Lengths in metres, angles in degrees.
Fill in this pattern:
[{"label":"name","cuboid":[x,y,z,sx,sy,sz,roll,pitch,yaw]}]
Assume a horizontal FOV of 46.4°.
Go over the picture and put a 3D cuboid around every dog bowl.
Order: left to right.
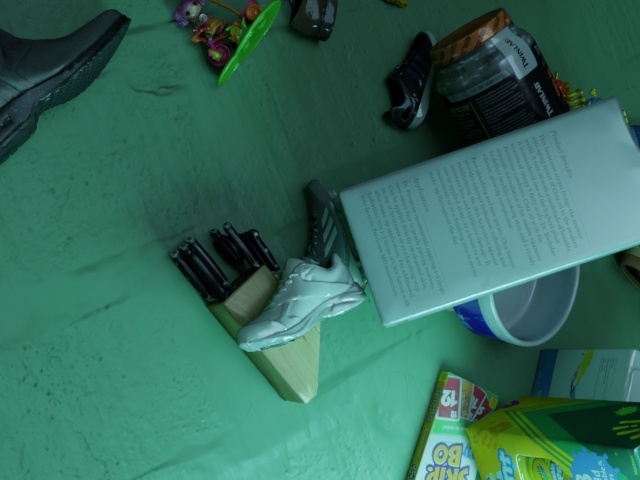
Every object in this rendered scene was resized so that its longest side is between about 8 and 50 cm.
[{"label":"dog bowl","cuboid":[0.364,0.060,1.396,0.265,0.104,0.264,-3,95,-36]}]

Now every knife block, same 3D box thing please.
[{"label":"knife block","cuboid":[-0.122,0.116,1.192,0.242,0.088,0.275,7,79,-24]}]

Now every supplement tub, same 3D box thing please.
[{"label":"supplement tub","cuboid":[0.339,-0.247,1.366,0.193,0.193,0.316,-41,108,-25]}]

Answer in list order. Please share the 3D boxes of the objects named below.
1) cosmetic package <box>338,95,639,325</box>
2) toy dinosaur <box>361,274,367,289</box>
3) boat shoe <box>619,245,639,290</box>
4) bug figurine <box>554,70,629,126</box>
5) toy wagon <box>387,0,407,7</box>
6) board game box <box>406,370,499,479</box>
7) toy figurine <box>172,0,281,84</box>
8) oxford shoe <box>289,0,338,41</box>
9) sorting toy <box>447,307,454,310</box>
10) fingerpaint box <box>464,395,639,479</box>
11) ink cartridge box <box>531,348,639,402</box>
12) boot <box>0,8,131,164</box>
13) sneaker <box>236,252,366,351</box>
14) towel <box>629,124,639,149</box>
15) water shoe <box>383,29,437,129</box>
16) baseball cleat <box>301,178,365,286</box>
[{"label":"cosmetic package","cuboid":[0.281,-0.036,1.207,0.453,0.161,0.230,-18,80,4]},{"label":"toy dinosaur","cuboid":[0.136,-0.035,1.360,0.268,0.064,0.118,-44,108,-22]},{"label":"boat shoe","cuboid":[0.764,0.125,1.621,0.324,0.122,0.120,46,71,-4]},{"label":"bug figurine","cuboid":[0.537,-0.226,1.512,0.072,0.279,0.216,-25,111,5]},{"label":"toy wagon","cuboid":[0.191,-0.624,1.443,0.267,0.068,0.344,15,83,-34]},{"label":"board game box","cuboid":[0.235,0.383,1.360,0.124,0.039,0.259,28,74,-19]},{"label":"toy figurine","cuboid":[-0.180,-0.375,1.245,0.159,0.130,0.173,36,93,-3]},{"label":"oxford shoe","cuboid":[-0.018,-0.479,1.339,0.096,0.083,0.227,8,77,-21]},{"label":"sorting toy","cuboid":[0.240,0.001,1.391,0.193,0.038,0.208,43,69,-38]},{"label":"fingerpaint box","cuboid":[0.468,0.495,1.210,0.163,0.371,0.444,-19,92,-29]},{"label":"ink cartridge box","cuboid":[0.543,0.309,1.409,0.171,0.233,0.168,24,72,-21]},{"label":"boot","cuboid":[-0.454,-0.284,1.080,0.223,0.118,0.338,43,62,-9]},{"label":"sneaker","cuboid":[-0.044,0.089,1.146,0.232,0.090,0.115,-25,87,-37]},{"label":"towel","cuboid":[0.690,-0.225,1.678,0.119,0.029,0.067,-9,86,-27]},{"label":"water shoe","cuboid":[0.169,-0.312,1.410,0.080,0.073,0.203,13,75,-20]},{"label":"baseball cleat","cuboid":[0.000,0.000,1.281,0.109,0.072,0.206,-23,85,-14]}]
